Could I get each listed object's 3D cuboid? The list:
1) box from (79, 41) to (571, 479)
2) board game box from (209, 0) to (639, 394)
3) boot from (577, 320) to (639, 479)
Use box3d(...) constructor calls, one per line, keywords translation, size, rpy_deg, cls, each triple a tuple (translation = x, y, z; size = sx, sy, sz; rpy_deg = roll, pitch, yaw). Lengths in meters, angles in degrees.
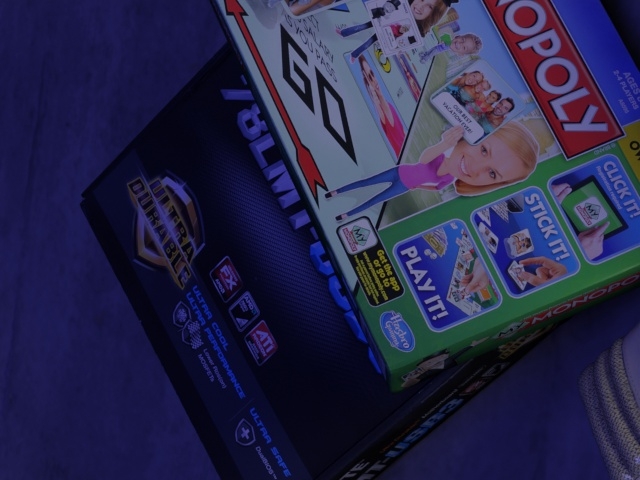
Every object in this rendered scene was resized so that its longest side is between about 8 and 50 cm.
box3d(translation=(0.000, 0.000, 1.242), size=(0.293, 0.073, 0.296), rpy_deg=(-43, 64, 31), cls="box")
box3d(translation=(0.074, -0.092, 1.119), size=(0.213, 0.046, 0.317), rpy_deg=(-23, 69, -5), cls="board game box")
box3d(translation=(0.265, 0.109, 0.995), size=(0.203, 0.095, 0.262), rpy_deg=(-53, 59, 30), cls="boot")
